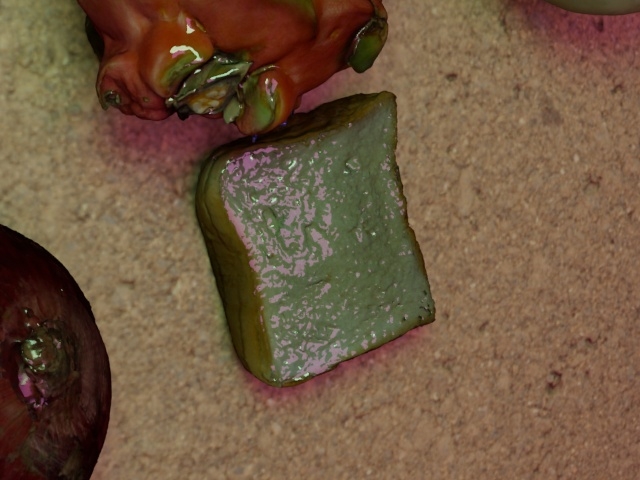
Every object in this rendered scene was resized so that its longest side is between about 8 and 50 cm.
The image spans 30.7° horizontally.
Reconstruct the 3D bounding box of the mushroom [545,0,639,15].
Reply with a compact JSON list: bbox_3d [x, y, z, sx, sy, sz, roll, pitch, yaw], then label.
[{"bbox_3d":[0.320,-0.365,1.158,0.356,0.315,0.315,23,86,-20],"label":"mushroom"}]

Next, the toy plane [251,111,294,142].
[{"bbox_3d":[-0.041,-0.160,1.095,0.054,0.062,0.167,17,52,0],"label":"toy plane"}]

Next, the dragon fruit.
[{"bbox_3d":[-0.084,-0.209,0.958,0.306,0.305,0.225,4,103,-32],"label":"dragon fruit"}]

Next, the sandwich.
[{"bbox_3d":[0.000,0.000,1.154,0.226,0.087,0.251,-21,107,-22],"label":"sandwich"}]

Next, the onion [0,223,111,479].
[{"bbox_3d":[-0.286,0.114,0.907,0.276,0.276,0.276,-6,102,-30],"label":"onion"}]
